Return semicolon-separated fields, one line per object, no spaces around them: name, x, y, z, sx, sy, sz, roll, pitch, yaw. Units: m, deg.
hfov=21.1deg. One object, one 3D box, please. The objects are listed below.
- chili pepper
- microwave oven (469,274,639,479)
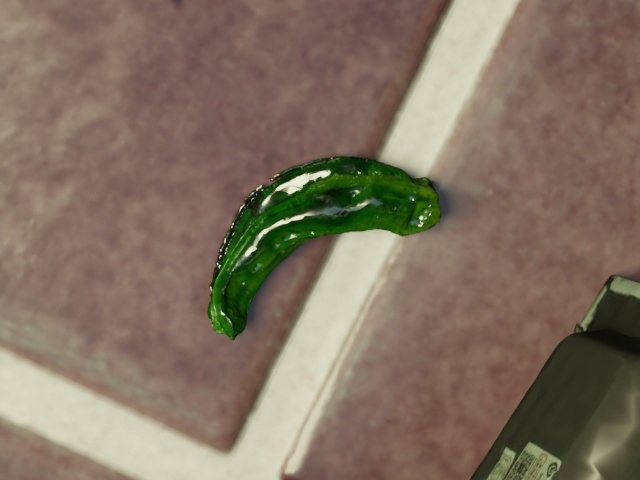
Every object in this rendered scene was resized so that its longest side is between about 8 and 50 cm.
chili pepper;-0.005;-0.007;0.758;0.118;0.035;0.055;-29;81;-11
microwave oven;0.152;0.198;0.726;0.237;0.181;0.295;34;88;-11
